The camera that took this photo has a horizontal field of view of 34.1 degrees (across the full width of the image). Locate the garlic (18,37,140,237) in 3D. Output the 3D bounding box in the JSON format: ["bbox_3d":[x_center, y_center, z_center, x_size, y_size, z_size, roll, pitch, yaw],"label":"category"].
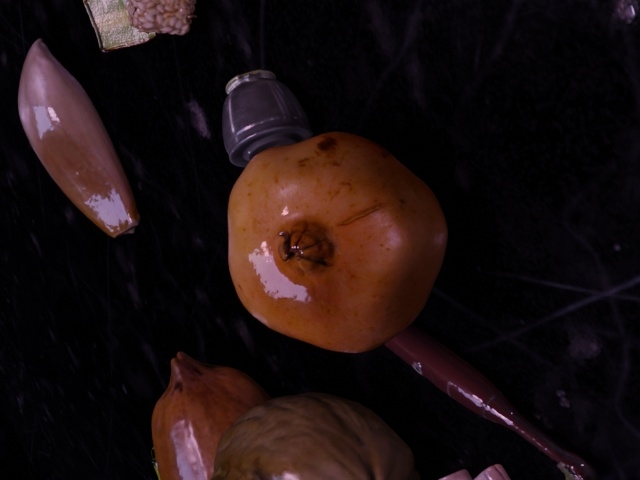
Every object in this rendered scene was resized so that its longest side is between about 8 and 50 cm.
[{"bbox_3d":[-0.370,-0.141,1.575,0.143,0.112,0.318,-12,114,57],"label":"garlic"}]

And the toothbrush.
[{"bbox_3d":[0.132,0.135,1.052,0.364,0.041,0.041,36,141,39],"label":"toothbrush"}]

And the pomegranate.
[{"bbox_3d":[0.010,0.003,0.970,0.209,0.209,0.209,38,142,37],"label":"pomegranate"}]

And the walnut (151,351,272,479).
[{"bbox_3d":[-0.127,0.305,1.443,0.209,0.209,0.336,-6,108,59],"label":"walnut"}]

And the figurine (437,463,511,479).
[{"bbox_3d":[0.120,0.339,1.050,0.141,0.237,0.162,46,150,13],"label":"figurine"}]

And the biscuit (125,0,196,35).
[{"bbox_3d":[-0.170,-0.302,1.136,0.168,0.082,0.070,106,155,-51],"label":"biscuit"}]

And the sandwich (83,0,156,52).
[{"bbox_3d":[-0.252,-0.292,1.342,0.116,0.074,0.074,-103,-3,-70],"label":"sandwich"}]

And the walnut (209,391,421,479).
[{"bbox_3d":[-0.004,0.289,1.206,0.283,0.283,0.227,-18,67,60],"label":"walnut"}]

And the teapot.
[{"bbox_3d":[-0.070,-0.127,1.109,0.124,0.092,0.091,-40,62,54],"label":"teapot"}]

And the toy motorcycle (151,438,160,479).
[{"bbox_3d":[-0.189,0.431,1.701,0.342,0.142,0.206,-1,115,60],"label":"toy motorcycle"}]
